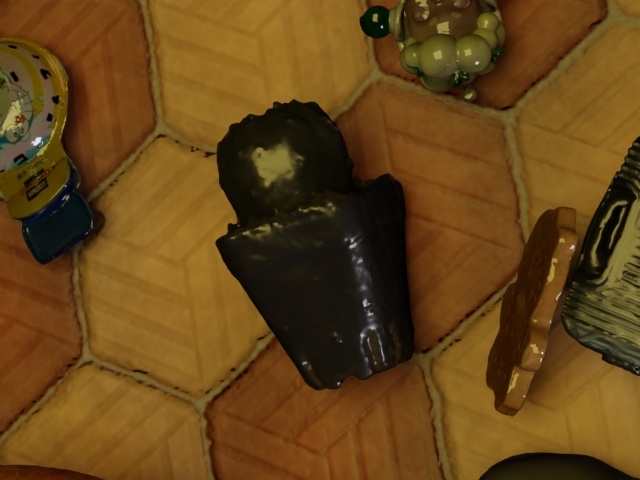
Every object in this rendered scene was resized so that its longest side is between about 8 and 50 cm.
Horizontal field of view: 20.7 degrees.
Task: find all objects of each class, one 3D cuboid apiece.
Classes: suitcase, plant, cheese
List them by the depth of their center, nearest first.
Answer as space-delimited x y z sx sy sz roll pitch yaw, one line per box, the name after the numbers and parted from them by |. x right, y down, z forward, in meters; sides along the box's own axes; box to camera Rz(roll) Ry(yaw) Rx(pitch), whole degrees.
0.362 0.049 1.409 0.312 0.128 0.202 23 93 21 | suitcase
0.000 0.000 1.535 0.142 0.164 0.256 -22 93 21 | plant
-0.294 -0.097 1.699 0.156 0.064 0.250 -36 71 15 | cheese

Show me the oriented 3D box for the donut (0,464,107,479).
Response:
-0.255 0.383 1.587 0.377 0.163 0.435 46 102 20 | donut

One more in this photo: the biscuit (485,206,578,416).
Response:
0.179 0.057 1.478 0.027 0.133 0.184 14 96 -6 | biscuit

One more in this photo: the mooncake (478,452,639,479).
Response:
0.194 0.306 1.444 0.275 0.135 0.274 -1 88 18 | mooncake

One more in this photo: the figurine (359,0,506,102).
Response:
0.103 -0.219 1.552 0.147 0.093 0.197 -18 77 7 | figurine
